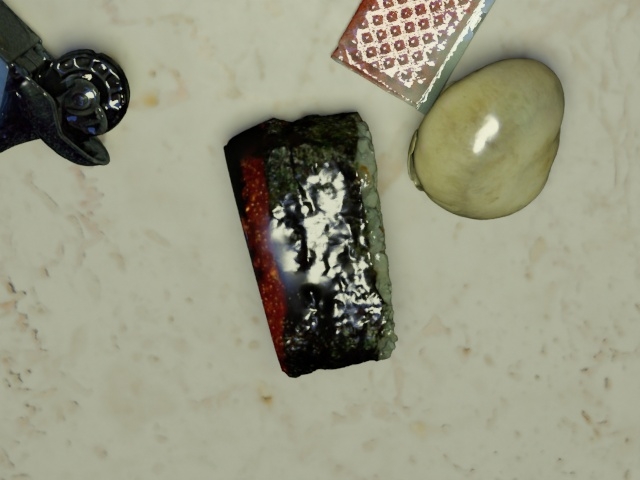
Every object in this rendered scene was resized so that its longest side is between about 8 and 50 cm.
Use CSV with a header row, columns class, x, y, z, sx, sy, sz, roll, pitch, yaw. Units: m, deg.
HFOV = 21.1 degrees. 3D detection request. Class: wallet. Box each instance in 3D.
class,x,y,z,sx,sy,sz,roll,pitch,yaw
wallet,0.099,-0.218,1.498,0.103,0.020,0.196,28,102,-7

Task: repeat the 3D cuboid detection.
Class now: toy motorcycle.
class,x,y,z,sx,sy,sz,roll,pitch,yaw
toy motorcycle,-0.336,-0.164,1.465,0.358,0.125,0.212,43,109,-7

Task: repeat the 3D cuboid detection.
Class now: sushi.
class,x,y,z,sx,sy,sz,roll,pitch,yaw
sushi,0.000,0.000,1.493,0.126,0.136,0.225,-13,96,0

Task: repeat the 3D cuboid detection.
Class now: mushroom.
class,x,y,z,sx,sy,sz,roll,pitch,yaw
mushroom,0.143,-0.092,1.478,0.154,0.122,0.154,-24,140,-22
